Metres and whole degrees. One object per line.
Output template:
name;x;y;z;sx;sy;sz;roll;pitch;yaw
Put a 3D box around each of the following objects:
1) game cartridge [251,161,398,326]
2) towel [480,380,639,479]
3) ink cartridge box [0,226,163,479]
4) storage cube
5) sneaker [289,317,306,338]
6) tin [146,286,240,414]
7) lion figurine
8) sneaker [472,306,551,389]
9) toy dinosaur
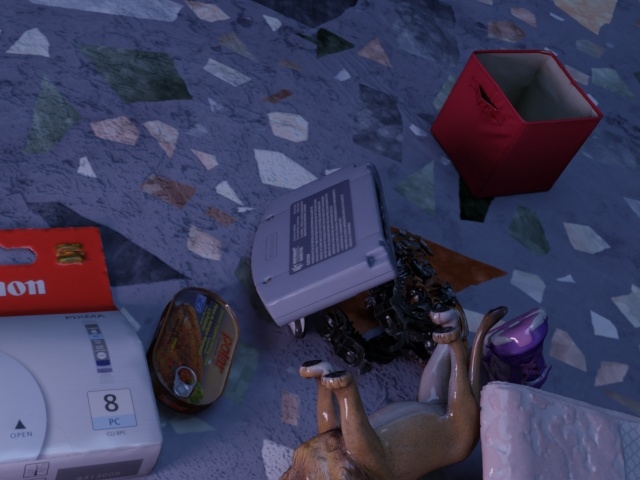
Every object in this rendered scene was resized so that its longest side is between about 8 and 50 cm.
game cartridge;0.000;0.000;1.270;0.062;0.198;0.297;56;15;-26
towel;0.327;0.358;1.104;0.317;0.053;0.331;15;62;-27
ink cartridge box;-0.378;0.111;1.083;0.308;0.091;0.384;-2;52;-26
storage cube;0.343;-0.210;1.630;0.215;0.193;0.183;-8;54;-29
sneaker;-0.049;0.096;1.288;0.044;0.040;0.109;-13;51;-13
tin;-0.164;0.140;1.167;0.106;0.040;0.189;31;37;-14
lion figurine;0.096;0.237;1.087;0.392;0.142;0.240;-17;99;-27
sneaker;0.280;0.162;1.264;0.095;0.236;0.104;-24;77;-2
toy dinosaur;0.142;0.114;1.284;0.218;0.164;0.322;9;29;-38
